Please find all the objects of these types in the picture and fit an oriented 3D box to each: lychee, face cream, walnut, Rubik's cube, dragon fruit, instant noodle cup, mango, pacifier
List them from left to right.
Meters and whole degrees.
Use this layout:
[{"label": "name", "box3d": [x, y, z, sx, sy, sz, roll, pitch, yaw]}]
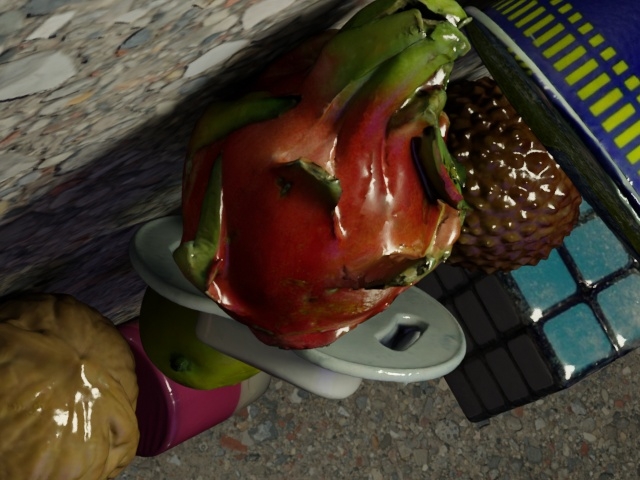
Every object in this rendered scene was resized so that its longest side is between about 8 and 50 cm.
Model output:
[{"label": "walnut", "box3d": [-0.246, 0.138, 1.074, 0.213, 0.213, 0.213, -28, 175, -3]}, {"label": "face cream", "box3d": [-0.187, 0.172, 1.709, 0.195, 0.175, 0.175, -24, 173, -46]}, {"label": "mango", "box3d": [-0.054, 0.036, 1.256, 0.273, 0.149, 0.185, -33, 173, -4]}, {"label": "pacifier", "box3d": [0.000, 0.000, 1.038, 0.238, 0.287, 0.226, -31, 143, -60]}, {"label": "dragon fruit", "box3d": [0.022, -0.039, 0.816, 0.269, 0.198, 0.200, -40, 149, 26]}, {"label": "lychee", "box3d": [0.167, -0.063, 1.232, 0.238, 0.200, 0.200, -5, 165, -25]}, {"label": "Rubik's cube", "box3d": [0.301, 0.003, 1.691, 0.337, 0.345, 0.344, -28, 174, -19]}, {"label": "instant noodle cup", "box3d": [0.299, -0.145, 0.889, 0.312, 0.284, 0.284, -37, 174, 6]}]
